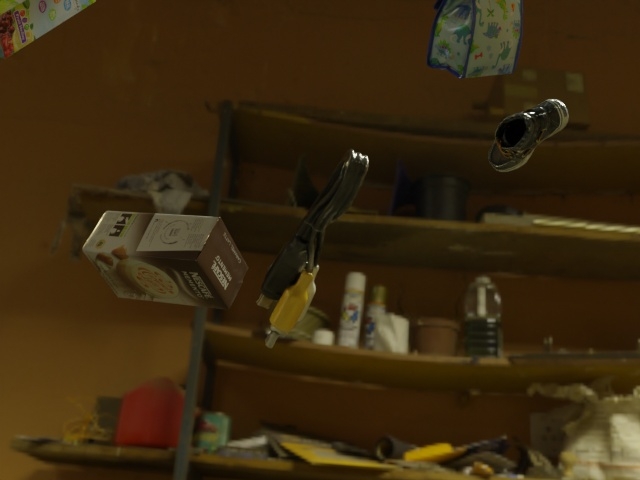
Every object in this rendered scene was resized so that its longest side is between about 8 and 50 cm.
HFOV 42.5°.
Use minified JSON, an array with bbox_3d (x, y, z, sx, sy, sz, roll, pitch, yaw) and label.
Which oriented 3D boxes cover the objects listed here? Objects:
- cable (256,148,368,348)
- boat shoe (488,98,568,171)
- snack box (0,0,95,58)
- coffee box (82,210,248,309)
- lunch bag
[{"bbox_3d":[0.000,0.000,1.025,0.072,0.139,0.287,29,-59,-9],"label":"cable"},{"bbox_3d":[0.289,-0.153,1.249,0.083,0.065,0.183,-19,-14,-27],"label":"boat shoe"},{"bbox_3d":[-0.473,-0.361,1.230,0.175,0.207,0.070,17,-47,19],"label":"snack box"},{"bbox_3d":[-0.272,0.033,1.448,0.247,0.098,0.141,3,-39,27],"label":"coffee box"},{"bbox_3d":[0.234,-0.325,1.216,0.129,0.151,0.096,-16,37,-40],"label":"lunch bag"}]
